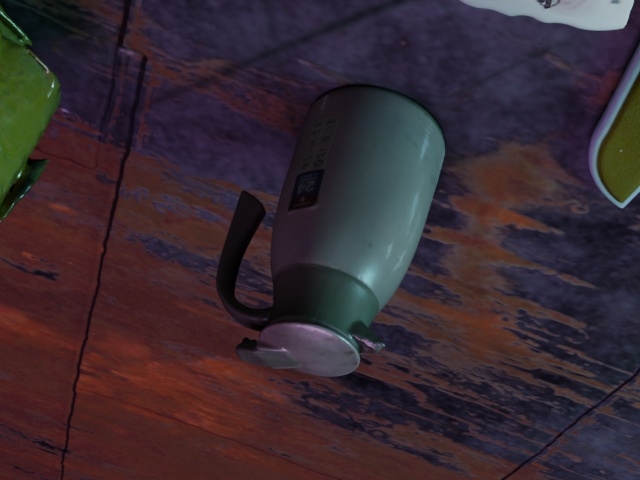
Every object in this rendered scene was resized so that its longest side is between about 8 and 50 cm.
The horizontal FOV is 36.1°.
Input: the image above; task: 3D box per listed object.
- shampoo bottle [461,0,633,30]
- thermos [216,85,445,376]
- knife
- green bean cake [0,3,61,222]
[{"bbox_3d":[0.096,-0.158,0.533,0.152,0.045,0.077,13,147,9],"label":"shampoo bottle"},{"bbox_3d":[0.000,0.000,0.671,0.137,0.193,0.105,4,145,20],"label":"thermos"},{"bbox_3d":[0.218,-0.119,0.551,0.061,0.027,0.343,12,146,1],"label":"knife"},{"bbox_3d":[-0.344,-0.141,0.643,0.285,0.202,0.310,4,145,41],"label":"green bean cake"}]
